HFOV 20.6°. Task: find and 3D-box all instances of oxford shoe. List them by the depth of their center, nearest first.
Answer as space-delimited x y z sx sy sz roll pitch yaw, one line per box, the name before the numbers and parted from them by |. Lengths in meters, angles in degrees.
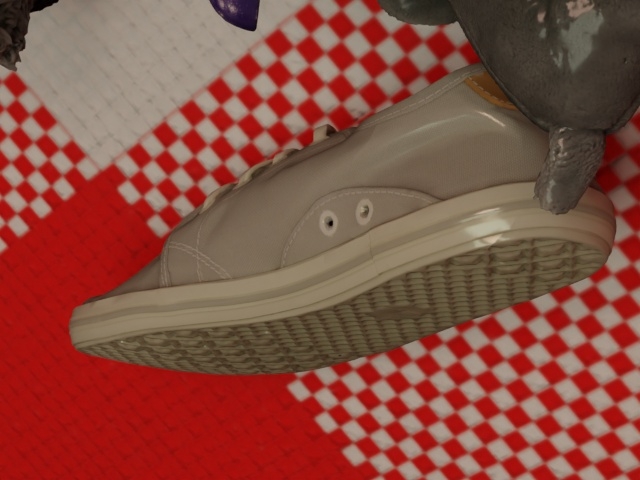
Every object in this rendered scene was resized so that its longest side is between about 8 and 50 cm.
oxford shoe | 0.000 0.000 1.118 0.449 0.169 0.130 -22 66 46

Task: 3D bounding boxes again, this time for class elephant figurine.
elephant figurine | 0.088 -0.175 0.924 0.239 0.186 0.169 31 136 3

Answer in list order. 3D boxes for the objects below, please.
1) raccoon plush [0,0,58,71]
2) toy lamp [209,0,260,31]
raccoon plush | -0.272 -0.304 1.028 0.446 0.216 0.299 33 123 7
toy lamp | -0.166 -0.154 0.918 0.274 0.080 0.080 6 126 -3
